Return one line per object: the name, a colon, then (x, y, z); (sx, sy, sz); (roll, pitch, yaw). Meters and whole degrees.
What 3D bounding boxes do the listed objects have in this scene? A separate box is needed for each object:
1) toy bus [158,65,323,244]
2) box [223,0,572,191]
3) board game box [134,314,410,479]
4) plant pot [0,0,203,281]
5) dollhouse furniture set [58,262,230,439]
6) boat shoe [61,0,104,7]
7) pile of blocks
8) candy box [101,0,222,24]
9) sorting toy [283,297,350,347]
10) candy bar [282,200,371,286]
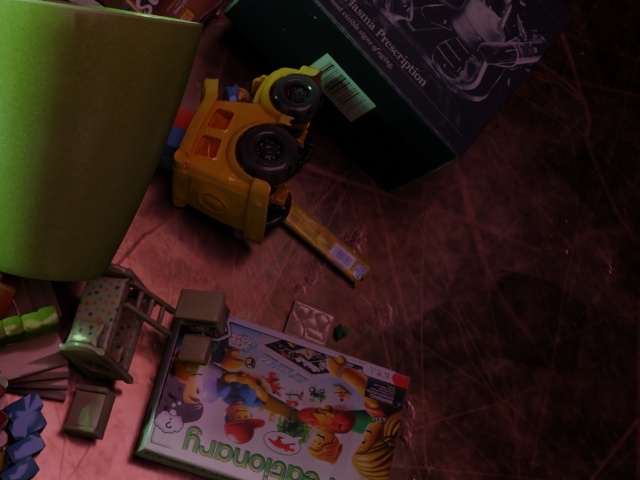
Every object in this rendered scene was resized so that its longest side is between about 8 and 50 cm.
toy bus: (-0.117, -0.134, 1.581); (0.211, 0.149, 0.220); (19, 60, 5)
box: (0.109, -0.305, 1.671); (0.343, 0.179, 0.312); (46, 60, -11)
board game box: (-0.053, 0.213, 1.512); (0.305, 0.053, 0.193); (20, 65, -13)
plant pot: (-0.284, -0.112, 1.355); (0.275, 0.275, 0.293); (5, 100, -19)
dollhouse furniture set: (-0.207, 0.131, 1.415); (0.161, 0.101, 0.181); (5, 64, 17)
boat shoe: (-0.375, -0.276, 1.483); (0.305, 0.109, 0.091); (20, 70, -52)
pile of blocks: (-0.350, 0.170, 1.381); (0.149, 0.112, 0.362); (9, 68, -18)
candy box: (-0.236, -0.344, 1.651); (0.187, 0.053, 0.109); (45, 61, -2)
sorting toy: (-0.003, 0.115, 1.591); (0.083, 0.012, 0.062); (23, 59, -8)
candy bar: (0.000, 0.000, 1.632); (0.161, 0.018, 0.040); (40, 65, -4)
